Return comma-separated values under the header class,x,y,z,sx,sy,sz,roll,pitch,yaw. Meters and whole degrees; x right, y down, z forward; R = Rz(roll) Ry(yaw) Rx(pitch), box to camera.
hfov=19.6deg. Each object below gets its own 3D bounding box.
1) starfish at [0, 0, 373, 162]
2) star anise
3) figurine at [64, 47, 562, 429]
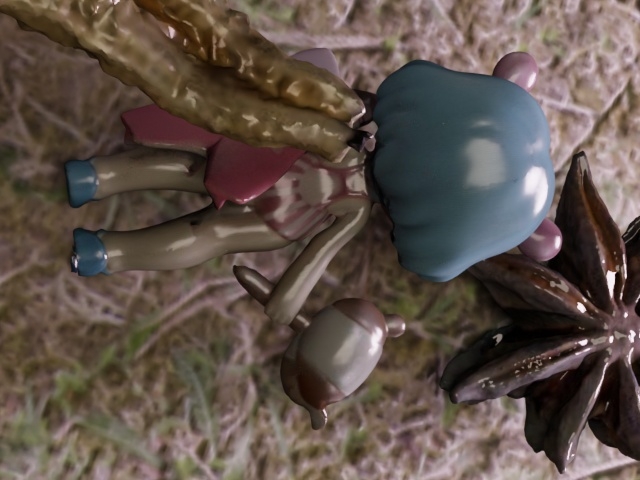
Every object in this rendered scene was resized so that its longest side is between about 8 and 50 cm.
class,x,y,z,sx,sy,sz,roll,pitch,yaw
starfish,-0.147,-0.137,0.725,0.324,0.082,0.432,0,71,-34
star anise,0.150,0.042,1.048,0.204,0.061,0.181,-37,97,-21
figurine,0.001,-0.007,0.951,0.260,0.103,0.205,-7,84,-9
